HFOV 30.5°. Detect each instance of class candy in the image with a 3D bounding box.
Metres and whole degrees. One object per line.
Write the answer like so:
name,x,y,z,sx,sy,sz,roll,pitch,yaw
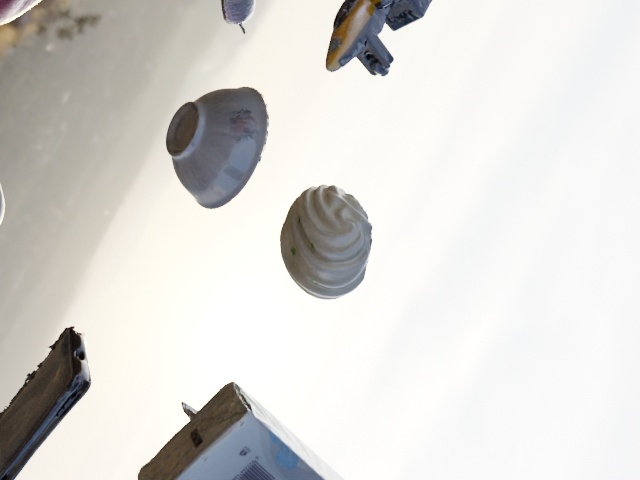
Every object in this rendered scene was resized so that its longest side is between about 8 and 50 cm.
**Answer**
candy,-0.091,-0.276,1.285,0.175,0.043,0.045,99,-3,-69

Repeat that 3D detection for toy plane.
toy plane,0.077,-0.261,1.241,0.204,0.103,0.316,-22,-144,42

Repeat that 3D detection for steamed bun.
steamed bun,0.000,0.000,1.825,0.183,0.106,0.183,9,-80,59

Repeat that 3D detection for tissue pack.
tissue pack,-0.077,0.283,1.324,0.159,0.229,0.145,-44,-157,1

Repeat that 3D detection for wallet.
wallet,-0.423,0.248,1.776,0.222,0.036,0.167,-51,-152,13

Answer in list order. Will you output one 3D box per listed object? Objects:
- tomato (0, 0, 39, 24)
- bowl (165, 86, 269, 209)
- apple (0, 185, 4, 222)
tomato,-0.466,-0.398,1.661,0.151,0.187,0.187,5,-115,62
bowl,-0.163,-0.146,1.667,0.189,0.086,0.189,-25,-125,43
apple,-0.677,-0.060,2.108,0.187,0.211,0.211,-20,154,-43
